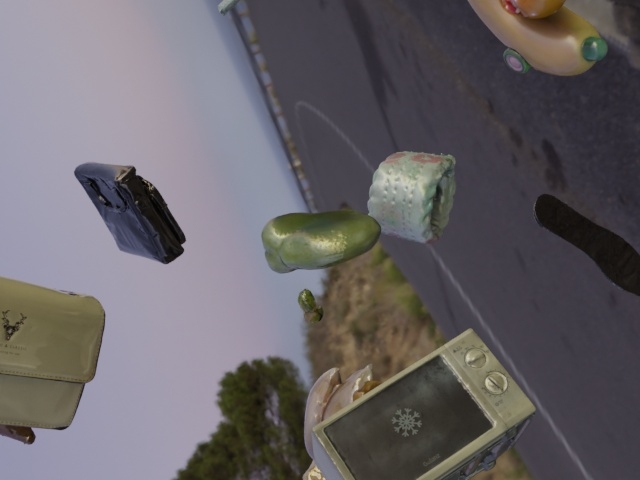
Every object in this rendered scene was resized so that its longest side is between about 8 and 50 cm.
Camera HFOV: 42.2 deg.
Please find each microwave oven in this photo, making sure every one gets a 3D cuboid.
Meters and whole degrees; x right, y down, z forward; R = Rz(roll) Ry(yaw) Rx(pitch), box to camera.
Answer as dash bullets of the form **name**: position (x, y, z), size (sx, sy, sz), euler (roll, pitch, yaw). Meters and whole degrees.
- **microwave oven**: position (0.126, 0.255, 1.052), size (0.145, 0.241, 0.194), euler (52, 164, 27)

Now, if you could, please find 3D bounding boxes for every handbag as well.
- **handbag**: position (-0.555, 0.169, 1.363), size (0.160, 0.236, 0.359), euler (13, 175, 43)
- **handbag**: position (-0.419, -0.068, 1.822), size (0.275, 0.088, 0.244), euler (14, 138, 55)

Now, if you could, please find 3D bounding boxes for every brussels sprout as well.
- **brussels sprout**: position (-0.024, 0.144, 1.764), size (0.051, 0.046, 0.083), euler (-104, -14, -46)

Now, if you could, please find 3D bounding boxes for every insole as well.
- **insole**: position (0.608, 0.011, 1.834), size (0.348, 0.119, 0.009), euler (33, 152, -11)

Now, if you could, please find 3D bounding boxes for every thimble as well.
- **thimble**: position (0.203, -0.101, 1.793), size (0.211, 0.149, 0.185), euler (-67, -27, -23)

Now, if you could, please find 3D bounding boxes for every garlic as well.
- **garlic**: position (0.078, 0.396, 1.593), size (0.279, 0.132, 0.325), euler (31, 136, 17)

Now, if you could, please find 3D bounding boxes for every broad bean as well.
- **broad bean**: position (0.000, 0.000, 1.471), size (0.228, 0.169, 0.100), euler (7, 118, 41)

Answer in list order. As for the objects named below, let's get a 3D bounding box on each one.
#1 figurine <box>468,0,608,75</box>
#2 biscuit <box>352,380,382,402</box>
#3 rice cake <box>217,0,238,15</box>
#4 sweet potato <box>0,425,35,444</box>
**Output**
- **figurine**: position (0.375, -0.429, 1.496), size (0.324, 0.124, 0.222), euler (46, 171, -5)
- **biscuit**: position (0.097, 0.344, 1.281), size (0.184, 0.035, 0.248), euler (15, -110, -37)
- **rice cake**: position (-0.168, -0.516, 1.730), size (0.022, 0.121, 0.022), euler (23, -141, -50)
- **sweet potato**: position (-0.691, 0.282, 1.665), size (0.337, 0.131, 0.131), euler (44, -176, -14)
